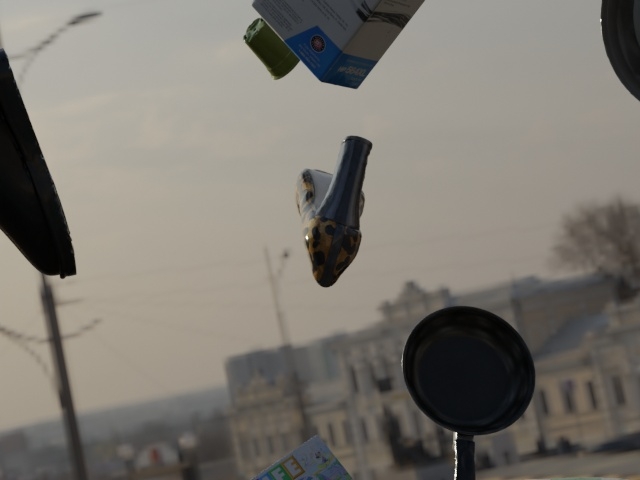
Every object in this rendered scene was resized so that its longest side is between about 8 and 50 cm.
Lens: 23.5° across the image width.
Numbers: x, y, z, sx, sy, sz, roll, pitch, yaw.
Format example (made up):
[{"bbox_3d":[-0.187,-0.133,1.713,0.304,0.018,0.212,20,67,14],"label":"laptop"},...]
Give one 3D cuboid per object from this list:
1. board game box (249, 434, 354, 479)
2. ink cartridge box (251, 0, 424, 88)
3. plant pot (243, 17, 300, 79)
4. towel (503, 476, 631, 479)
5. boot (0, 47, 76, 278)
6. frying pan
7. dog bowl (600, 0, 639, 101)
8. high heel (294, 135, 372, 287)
[{"bbox_3d":[-0.034,0.302,1.729,0.154,0.103,0.026,-32,-23,-20],"label":"board game box"},{"bbox_3d":[0.038,-0.301,1.781,0.203,0.148,0.086,-51,-29,21],"label":"ink cartridge box"},{"bbox_3d":[-0.076,-0.307,2.402,0.079,0.083,0.083,38,-34,-28],"label":"plant pot"},{"bbox_3d":[0.309,0.396,2.282,0.325,0.038,0.248,-4,4,6],"label":"towel"},{"bbox_3d":[-0.371,-0.049,1.523,0.207,0.246,0.094,-20,13,-8],"label":"boot"},{"bbox_3d":[0.229,0.246,2.184,0.197,0.326,0.053,-11,-22,-16],"label":"frying pan"},{"bbox_3d":[0.612,-0.354,2.374,0.349,0.348,0.102,-15,-5,36],"label":"dog bowl"},{"bbox_3d":[0.000,0.000,1.901,0.093,0.186,0.261,16,-22,-5],"label":"high heel"}]
